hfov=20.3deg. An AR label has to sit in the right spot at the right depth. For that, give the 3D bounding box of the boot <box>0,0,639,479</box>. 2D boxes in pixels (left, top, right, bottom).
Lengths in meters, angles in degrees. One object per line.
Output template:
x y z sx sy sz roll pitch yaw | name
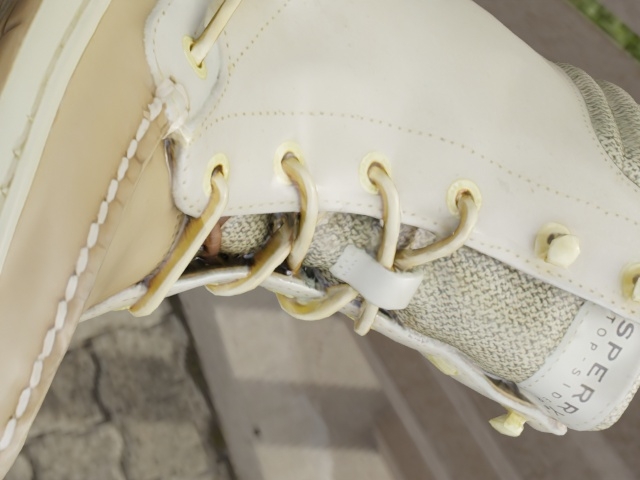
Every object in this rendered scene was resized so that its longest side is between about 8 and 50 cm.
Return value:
0.000 0.000 0.458 0.203 0.262 0.095 34 126 -15 | boot
